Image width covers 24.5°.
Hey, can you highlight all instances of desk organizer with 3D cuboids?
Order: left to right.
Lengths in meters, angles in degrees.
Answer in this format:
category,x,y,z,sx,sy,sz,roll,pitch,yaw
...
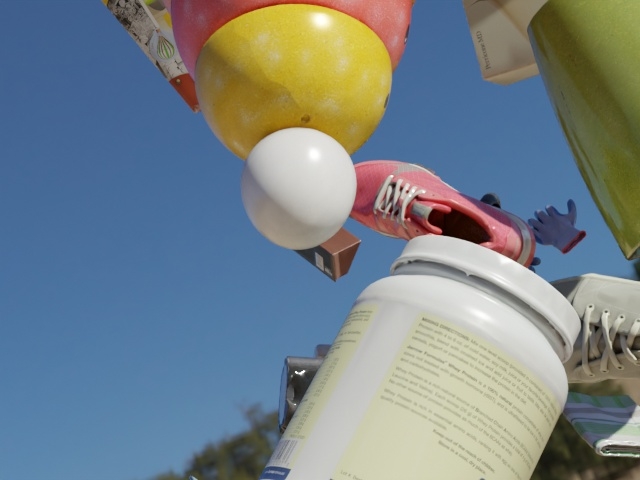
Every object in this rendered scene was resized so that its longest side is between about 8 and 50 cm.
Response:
category,x,y,z,sx,sy,sz,roll,pitch,yaw
desk organizer,0.000,0.000,2.015,0.050,0.130,0.047,-26,-50,-26

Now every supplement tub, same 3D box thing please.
category,x,y,z,sx,sy,sz,roll,pitch,yaw
supplement tub,0.101,0.182,1.459,0.324,0.235,0.235,-60,-6,-19

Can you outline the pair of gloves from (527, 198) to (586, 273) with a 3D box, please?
category,x,y,z,sx,sy,sz,roll,pitch,yaw
pair of gloves,0.316,0.010,2.225,0.198,0.023,0.159,-41,22,-1

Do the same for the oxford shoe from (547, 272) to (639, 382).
category,x,y,z,sx,sy,sz,roll,pitch,yaw
oxford shoe,0.447,0.139,2.191,0.449,0.169,0.130,-1,9,30

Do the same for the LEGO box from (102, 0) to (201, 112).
category,x,y,z,sx,sy,sz,roll,pitch,yaw
LEGO box,-0.090,-0.484,2.078,0.500,0.372,0.193,-40,2,15

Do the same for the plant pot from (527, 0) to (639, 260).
category,x,y,z,sx,sy,sz,roll,pitch,yaw
plant pot,0.382,-0.174,1.724,0.275,0.293,0.275,-34,-12,-8

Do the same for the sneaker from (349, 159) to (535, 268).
category,x,y,z,sx,sy,sz,roll,pitch,yaw
sneaker,0.147,-0.047,2.060,0.314,0.115,0.136,22,1,26

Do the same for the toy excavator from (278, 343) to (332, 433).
category,x,y,z,sx,sy,sz,roll,pitch,yaw
toy excavator,0.036,0.288,2.114,0.222,0.432,0.445,4,-29,-7

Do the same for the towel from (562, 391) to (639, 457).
category,x,y,z,sx,sy,sz,roll,pitch,yaw
towel,0.360,0.222,1.803,0.113,0.023,0.152,6,19,-16

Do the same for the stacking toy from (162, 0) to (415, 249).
category,x,y,z,sx,sy,sz,roll,pitch,yaw
stacking toy,-0.032,-0.187,1.590,0.351,0.479,0.350,-1,-34,-1

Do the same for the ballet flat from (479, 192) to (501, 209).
category,x,y,z,sx,sy,sz,roll,pitch,yaw
ballet flat,0.264,-0.019,2.212,0.049,0.173,0.057,-25,-62,21

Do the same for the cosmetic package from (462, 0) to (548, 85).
category,x,y,z,sx,sy,sz,roll,pitch,yaw
cosmetic package,0.368,-0.342,2.089,0.310,0.160,0.113,-18,-6,23

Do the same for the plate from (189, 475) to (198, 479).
category,x,y,z,sx,sy,sz,roll,pitch,yaw
plate,-0.130,0.419,2.193,0.024,0.188,0.188,-48,-15,-7
